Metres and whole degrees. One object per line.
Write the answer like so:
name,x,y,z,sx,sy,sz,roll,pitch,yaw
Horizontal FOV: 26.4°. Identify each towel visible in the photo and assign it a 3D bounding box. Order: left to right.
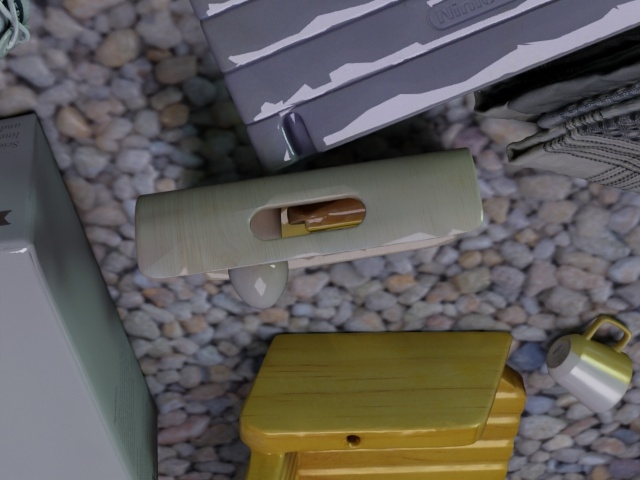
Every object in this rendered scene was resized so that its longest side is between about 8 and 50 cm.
towel,0.311,-0.074,0.954,0.324,0.056,0.312,15,167,-28

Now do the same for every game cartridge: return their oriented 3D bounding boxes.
game cartridge,0.082,-0.211,0.856,0.355,0.068,0.230,-20,98,13

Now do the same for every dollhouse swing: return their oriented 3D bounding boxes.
dollhouse swing,0.043,0.309,1.251,0.315,0.305,0.347,0,133,-6

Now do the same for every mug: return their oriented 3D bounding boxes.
mug,0.246,0.111,1.264,0.064,0.078,0.062,30,157,-20

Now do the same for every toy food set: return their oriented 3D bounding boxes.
toy food set,0.000,0.000,0.994,0.219,0.306,0.092,-8,89,2

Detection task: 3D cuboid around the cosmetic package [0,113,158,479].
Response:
cosmetic package,-0.277,0.101,1.116,0.217,0.156,0.385,-9,133,1

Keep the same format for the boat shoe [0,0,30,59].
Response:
boat shoe,-0.221,-0.144,0.842,0.081,0.227,0.079,-14,119,-3
